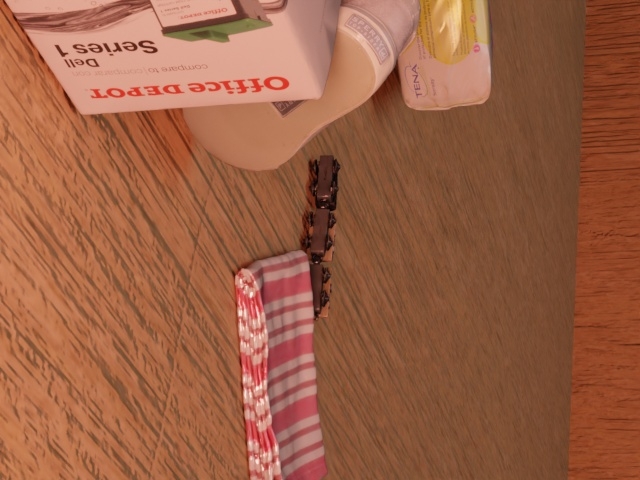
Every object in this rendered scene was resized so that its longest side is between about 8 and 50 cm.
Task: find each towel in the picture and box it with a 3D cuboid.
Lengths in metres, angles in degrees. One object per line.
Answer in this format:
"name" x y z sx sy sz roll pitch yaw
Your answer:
"towel" -0.026 0.109 1.266 0.144 0.029 0.197 -23 109 -73

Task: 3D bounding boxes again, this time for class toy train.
"toy train" 0.000 0.000 1.377 0.036 0.027 0.158 78 15 -62

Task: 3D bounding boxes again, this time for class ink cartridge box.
"ink cartridge box" -0.093 -0.168 0.858 0.219 0.160 0.093 62 31 -53

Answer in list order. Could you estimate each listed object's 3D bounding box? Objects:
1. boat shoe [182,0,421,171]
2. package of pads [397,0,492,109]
"boat shoe" -0.010 -0.109 1.042 0.079 0.227 0.081 52 57 -11
"package of pads" 0.123 -0.298 1.653 0.229 0.101 0.297 -70 153 -72
